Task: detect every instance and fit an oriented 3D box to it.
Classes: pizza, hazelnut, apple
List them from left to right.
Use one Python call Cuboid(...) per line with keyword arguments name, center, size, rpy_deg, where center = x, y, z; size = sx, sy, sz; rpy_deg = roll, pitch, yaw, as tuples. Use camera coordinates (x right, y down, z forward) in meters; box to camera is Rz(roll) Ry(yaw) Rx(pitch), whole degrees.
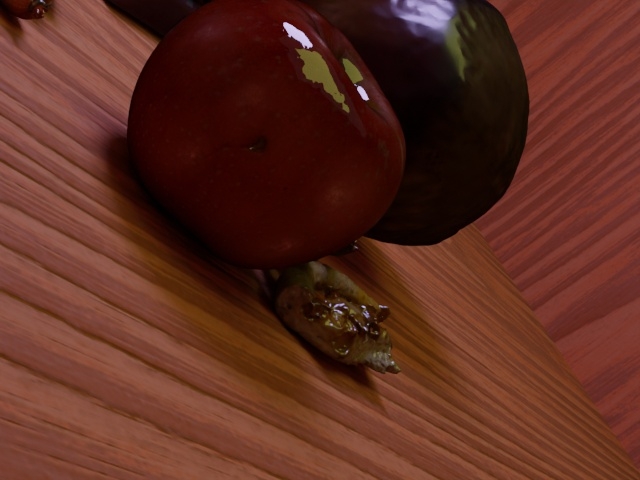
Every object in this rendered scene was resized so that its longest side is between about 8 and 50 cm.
Cuboid(name="apple", center=(-0.052, -0.098, 1.134), size=(0.260, 0.216, 0.260), rpy_deg=(51, 13, -16))
Cuboid(name="pizza", center=(0.021, 0.079, 1.296), size=(0.134, 0.056, 0.271), rpy_deg=(50, 9, 32))
Cuboid(name="hazelnut", center=(0.082, -0.186, 1.636), size=(0.421, 0.352, 0.421), rpy_deg=(24, 16, -7))

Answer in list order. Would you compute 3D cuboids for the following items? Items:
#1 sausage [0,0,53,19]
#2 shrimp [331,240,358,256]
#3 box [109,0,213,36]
Cuboid(name="sausage", center=(-0.320, -0.323, 1.162), size=(0.053, 0.053, 0.348), rpy_deg=(34, 22, -57))
Cuboid(name="shrimp", center=(-0.002, 0.008, 1.278), size=(0.095, 0.045, 0.162), rpy_deg=(31, -16, -35))
Cuboid(name="box", center=(-0.211, -0.317, 1.538), size=(0.120, 0.069, 0.224), rpy_deg=(57, 14, 22))
